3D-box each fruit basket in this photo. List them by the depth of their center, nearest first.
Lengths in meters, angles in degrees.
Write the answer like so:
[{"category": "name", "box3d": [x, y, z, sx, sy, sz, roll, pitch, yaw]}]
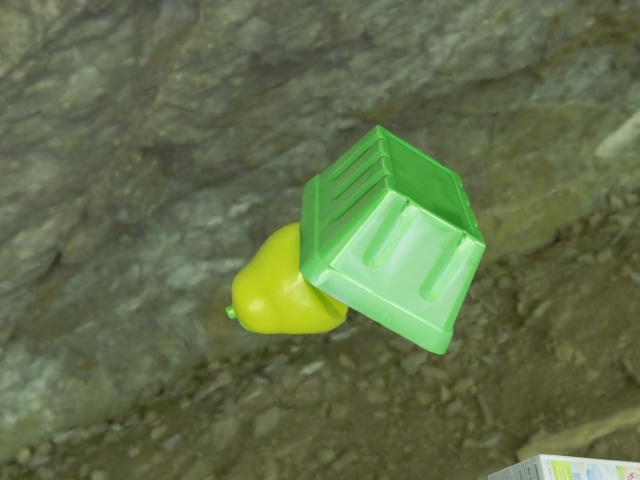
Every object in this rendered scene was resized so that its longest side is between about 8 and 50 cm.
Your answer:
[{"category": "fruit basket", "box3d": [0.047, 0.040, 1.461, 0.392, 0.283, 0.392, -55, 13, 20]}]

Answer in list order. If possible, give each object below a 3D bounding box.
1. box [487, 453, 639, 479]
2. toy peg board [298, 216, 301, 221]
[{"category": "box", "box3d": [0.334, 0.351, 1.242, 0.203, 0.114, 0.103, 12, -33, -30]}, {"category": "toy peg board", "box3d": [0.000, 0.000, 1.728, 0.161, 0.079, 0.161, -39, 19, 24]}]
